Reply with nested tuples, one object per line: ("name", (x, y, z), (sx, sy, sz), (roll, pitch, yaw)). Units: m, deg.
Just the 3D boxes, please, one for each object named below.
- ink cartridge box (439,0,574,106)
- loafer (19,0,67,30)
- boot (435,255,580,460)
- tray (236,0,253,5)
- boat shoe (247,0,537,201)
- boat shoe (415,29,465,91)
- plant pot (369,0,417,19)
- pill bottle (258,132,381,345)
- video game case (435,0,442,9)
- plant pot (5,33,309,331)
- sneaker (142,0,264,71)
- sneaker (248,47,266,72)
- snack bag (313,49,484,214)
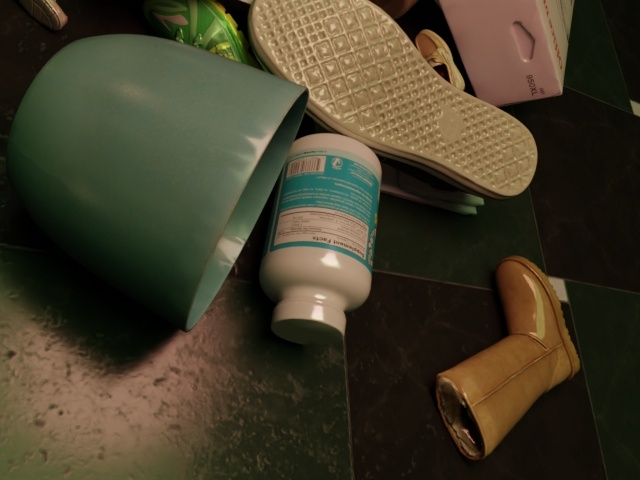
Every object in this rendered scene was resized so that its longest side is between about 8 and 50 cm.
("ink cartridge box", (0.380, -0.501, 1.220), (0.285, 0.166, 0.394), (53, 45, -39))
("loafer", (-0.378, -0.328, 0.809), (0.125, 0.045, 0.039), (39, 47, -7))
("boot", (0.275, 0.166, 0.957), (0.270, 0.089, 0.236), (-21, 80, -36))
("tray", (-0.168, -0.365, 0.855), (0.270, 0.030, 0.145), (6, 21, -38))
("boat shoe", (0.103, -0.202, 0.930), (0.500, 0.156, 0.186), (25, 84, -24))
("boat shoe", (0.212, -0.320, 1.124), (0.045, 0.050, 0.135), (-33, 89, -46))
("plant pot", (0.122, -0.487, 0.989), (0.263, 0.263, 0.229), (32, 72, -16))
("pill bottle", (0.000, 0.000, 0.825), (0.146, 0.146, 0.264), (22, 59, -22))
("video game case", (0.264, -0.546, 1.225), (0.206, 0.026, 0.226), (14, 77, -59))
("plant pot", (-0.181, -0.082, 0.675), (0.235, 0.293, 0.293), (26, 55, -2))
("sneaker", (-0.158, -0.233, 0.857), (0.123, 0.109, 0.295), (-34, 83, -34))
("sneaker", (-0.037, -0.321, 0.995), (0.108, 0.100, 0.271), (37, 57, -28))
("snack bag", (0.127, -0.219, 1.078), (0.343, 0.037, 0.323), (10, 64, -28))
